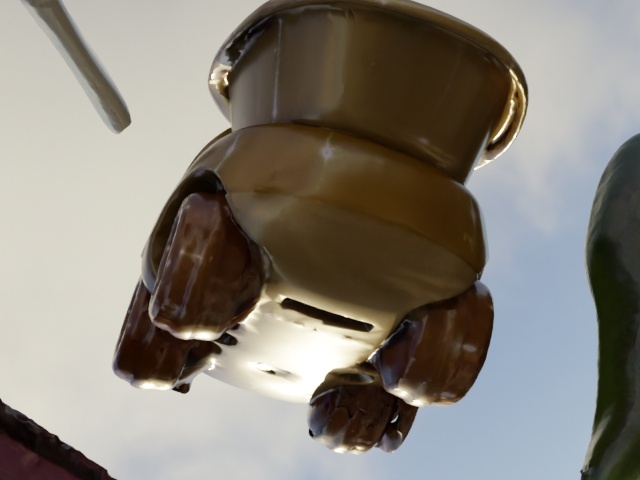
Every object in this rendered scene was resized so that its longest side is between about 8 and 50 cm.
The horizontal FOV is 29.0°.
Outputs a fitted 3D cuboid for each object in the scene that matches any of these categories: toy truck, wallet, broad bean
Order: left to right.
[{"bbox_3d":[-0.229,-0.183,1.120,0.033,0.095,0.190,-33,-44,-4],"label":"wallet"},{"bbox_3d":[0.000,0.000,0.765,0.288,0.204,0.212,128,158,-65],"label":"toy truck"},{"bbox_3d":[0.191,0.053,0.747,0.067,0.075,0.325,50,-134,-39],"label":"broad bean"}]

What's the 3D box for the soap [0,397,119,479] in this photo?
[{"bbox_3d":[-0.202,0.157,0.734,0.112,0.289,0.182,-59,7,-17],"label":"soap"}]
